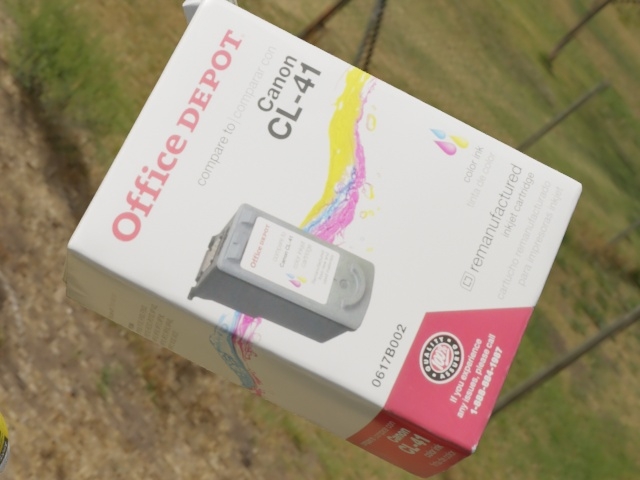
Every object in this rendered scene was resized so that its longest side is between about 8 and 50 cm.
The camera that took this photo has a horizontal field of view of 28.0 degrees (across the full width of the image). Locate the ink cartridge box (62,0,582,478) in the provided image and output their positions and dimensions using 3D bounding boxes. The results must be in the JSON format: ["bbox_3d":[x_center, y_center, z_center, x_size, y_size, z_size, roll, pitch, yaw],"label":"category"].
[{"bbox_3d":[0.000,0.000,0.923,0.306,0.226,0.131,27,-20,-4],"label":"ink cartridge box"}]

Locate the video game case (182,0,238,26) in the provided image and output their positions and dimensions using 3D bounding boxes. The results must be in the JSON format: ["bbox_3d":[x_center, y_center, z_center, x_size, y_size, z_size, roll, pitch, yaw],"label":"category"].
[{"bbox_3d":[-0.112,-0.206,1.571,0.206,0.026,0.227,-78,156,-66],"label":"video game case"}]

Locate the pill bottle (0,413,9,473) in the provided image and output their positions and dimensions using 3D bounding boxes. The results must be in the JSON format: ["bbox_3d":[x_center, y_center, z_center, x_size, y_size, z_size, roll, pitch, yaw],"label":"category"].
[{"bbox_3d":[-0.437,0.231,1.521,0.119,0.119,0.208,56,-13,16],"label":"pill bottle"}]
